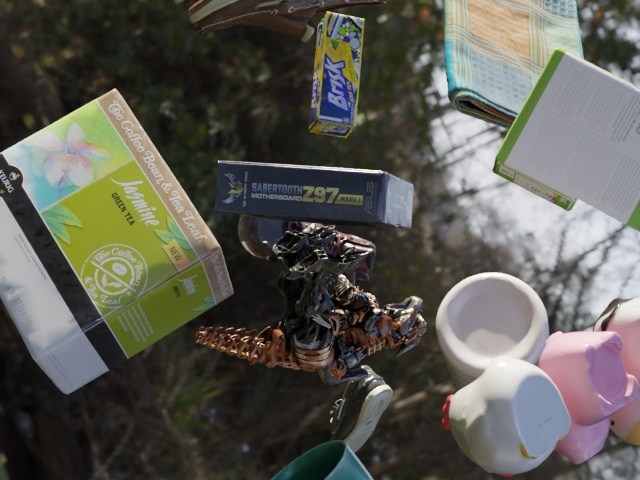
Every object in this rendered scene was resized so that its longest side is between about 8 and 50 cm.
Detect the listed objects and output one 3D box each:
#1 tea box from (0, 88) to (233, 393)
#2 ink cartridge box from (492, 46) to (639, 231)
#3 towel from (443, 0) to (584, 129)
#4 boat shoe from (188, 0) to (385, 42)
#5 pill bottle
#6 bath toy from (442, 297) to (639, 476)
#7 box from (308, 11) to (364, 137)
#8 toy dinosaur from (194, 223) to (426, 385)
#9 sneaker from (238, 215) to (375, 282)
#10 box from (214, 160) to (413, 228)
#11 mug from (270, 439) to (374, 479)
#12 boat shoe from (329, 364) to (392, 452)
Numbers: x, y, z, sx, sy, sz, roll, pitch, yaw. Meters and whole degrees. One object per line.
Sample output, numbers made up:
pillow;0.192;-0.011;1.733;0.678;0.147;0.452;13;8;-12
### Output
tea box;-0.360;0.004;2.023;0.329;0.323;0.220;54;-11;19
ink cartridge box;0.399;-0.126;1.829;0.255;0.189;0.097;29;-6;8
towel;0.323;-0.315;2.118;0.040;0.271;0.370;-52;-153;45
boat shoe;-0.036;-0.297;1.639;0.095;0.257;0.095;-131;-158;-83
pill bottle;0.218;0.135;1.594;0.229;0.131;0.131;62;6;-67
bath toy;0.255;0.148;1.265;0.129;0.348;0.151;-15;-90;51
box;0.023;-0.235;1.836;0.054;0.059;0.169;134;-37;-68
toy dinosaur;-0.002;0.108;1.786;0.164;0.322;0.218;18;-64;44
sneaker;0.000;0.000;2.032;0.281;0.162;0.106;24;81;-60
box;-0.001;-0.049;1.437;0.232;0.183;0.059;8;86;-78
mug;0.006;0.289;1.406;0.097;0.129;0.158;54;23;-9
boat shoe;0.057;0.332;2.403;0.084;0.233;0.079;-15;51;-45
